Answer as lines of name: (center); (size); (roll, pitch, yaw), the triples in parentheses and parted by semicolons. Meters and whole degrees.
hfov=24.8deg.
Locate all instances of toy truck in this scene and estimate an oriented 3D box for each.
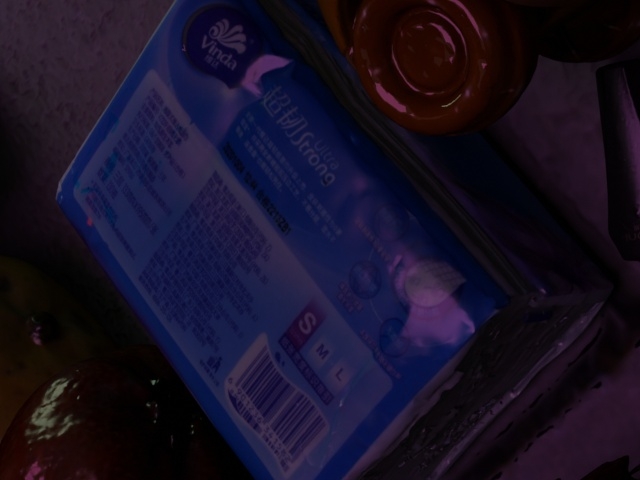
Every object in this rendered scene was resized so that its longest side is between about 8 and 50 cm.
toy truck: (0.092, -0.181, 0.669); (0.288, 0.204, 0.212); (-38, 86, 41)

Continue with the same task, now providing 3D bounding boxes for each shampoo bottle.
shampoo bottle: (0.169, -0.025, 0.759); (0.048, 0.027, 0.137); (-8, 92, 43)

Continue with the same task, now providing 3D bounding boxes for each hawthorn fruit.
hawthorn fruit: (-0.121, 0.158, 0.868); (0.169, 0.169, 0.188); (52, 128, 22)

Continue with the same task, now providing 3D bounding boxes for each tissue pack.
tissue pack: (0.000, 0.000, 0.829); (0.263, 0.146, 0.198); (52, 123, 23)

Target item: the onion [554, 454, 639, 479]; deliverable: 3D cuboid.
onion: (0.149, 0.218, 0.660); (0.221, 0.281, 0.281); (31, 118, 10)

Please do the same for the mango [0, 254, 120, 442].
mango: (-0.237, 0.191, 1.037); (0.253, 0.182, 0.365); (6, 100, 39)
